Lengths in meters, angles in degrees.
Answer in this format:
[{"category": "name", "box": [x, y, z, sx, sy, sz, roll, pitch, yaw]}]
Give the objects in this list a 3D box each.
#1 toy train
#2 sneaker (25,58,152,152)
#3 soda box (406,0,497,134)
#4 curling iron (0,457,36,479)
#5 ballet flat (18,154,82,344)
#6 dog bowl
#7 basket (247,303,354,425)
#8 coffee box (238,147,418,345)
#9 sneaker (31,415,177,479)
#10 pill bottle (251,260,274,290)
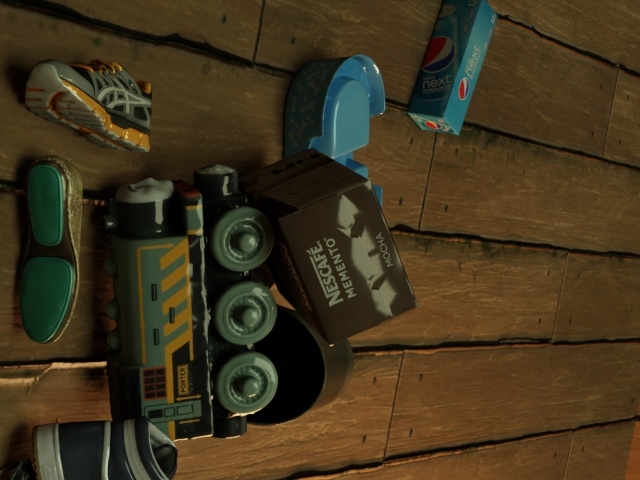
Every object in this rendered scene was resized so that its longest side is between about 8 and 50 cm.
[{"category": "toy train", "box": [-0.156, 0.080, 1.769, 0.190, 0.142, 0.333, -7, 106, -20]}, {"category": "sneaker", "box": [-0.245, -0.159, 1.629, 0.215, 0.084, 0.083, 34, 68, -68]}, {"category": "soda box", "box": [0.206, -0.275, 2.365, 0.071, 0.067, 0.210, 38, 67, -57]}, {"category": "curling iron", "box": [-0.335, 0.370, 1.699, 0.068, 0.035, 0.274, -24, 120, -50]}, {"category": "ballet flat", "box": [-0.282, 0.009, 1.634, 0.067, 0.073, 0.206, -34, 133, -69]}, {"category": "dog bowl", "box": [0.015, -0.112, 2.092, 0.166, 0.074, 0.297, -26, 123, -54]}, {"category": "basket", "box": [-0.052, 0.157, 1.982, 0.154, 0.204, 0.227, -71, 161, 1]}, {"category": "coffee box", "box": [0.000, 0.000, 1.849, 0.119, 0.297, 0.168, -23, 104, -8]}, {"category": "sneaker", "box": [-0.225, 0.318, 1.730, 0.099, 0.153, 0.282, -105, -174, -59]}, {"category": "pill bottle", "box": [-0.079, 0.045, 2.014, 0.083, 0.043, 0.043, -54, 142, -36]}]
